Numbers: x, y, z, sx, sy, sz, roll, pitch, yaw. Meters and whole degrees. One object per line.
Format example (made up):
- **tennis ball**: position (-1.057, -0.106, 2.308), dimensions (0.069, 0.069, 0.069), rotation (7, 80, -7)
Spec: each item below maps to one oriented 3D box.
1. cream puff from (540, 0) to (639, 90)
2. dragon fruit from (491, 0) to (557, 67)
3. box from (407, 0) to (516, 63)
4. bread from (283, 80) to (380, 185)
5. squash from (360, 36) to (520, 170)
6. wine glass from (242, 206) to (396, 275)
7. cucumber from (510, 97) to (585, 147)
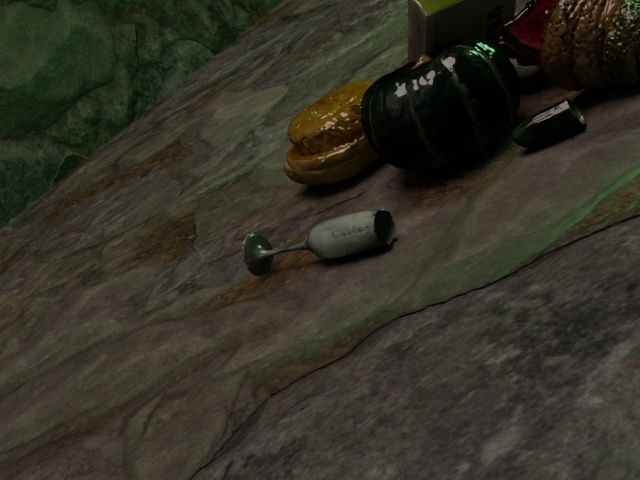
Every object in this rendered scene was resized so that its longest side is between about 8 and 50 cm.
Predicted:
- **cream puff**: position (0.432, -0.286, 1.608), dimensions (0.183, 0.183, 0.169), rotation (-39, 47, -23)
- **dragon fruit**: position (0.406, -0.357, 1.813), dimensions (0.261, 0.163, 0.189), rotation (-38, 50, -11)
- **box**: position (0.235, -0.343, 1.856), dimensions (0.175, 0.260, 0.062), rotation (-26, 61, -10)
- **bread**: position (0.044, -0.187, 1.935), dimensions (0.236, 0.120, 0.198), rotation (-40, 24, -23)
- **squash**: position (0.188, -0.214, 1.725), dimensions (0.252, 0.165, 0.252), rotation (-27, 18, 9)
- **wine glass**: position (0.000, 0.000, 1.626), dimensions (0.262, 0.074, 0.074), rotation (-13, 26, 39)
- **cucumber**: position (0.323, -0.162, 1.589), dimensions (0.105, 0.048, 0.048), rotation (-27, 20, 18)
